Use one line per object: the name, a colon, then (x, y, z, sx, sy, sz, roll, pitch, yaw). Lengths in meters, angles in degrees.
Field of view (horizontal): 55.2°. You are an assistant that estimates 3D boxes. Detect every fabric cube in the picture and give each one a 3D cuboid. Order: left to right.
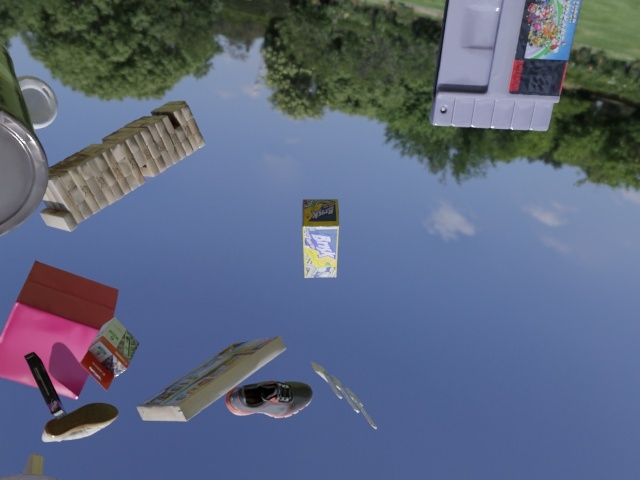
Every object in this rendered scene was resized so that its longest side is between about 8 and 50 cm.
fabric cube: (-0.768, 0.256, 1.776, 0.258, 0.254, 0.259, 23, -162, -21)

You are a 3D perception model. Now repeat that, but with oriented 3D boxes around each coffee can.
coffee can: (-0.480, -0.153, 0.782, 0.201, 0.201, 0.275, -1, -142, -36)

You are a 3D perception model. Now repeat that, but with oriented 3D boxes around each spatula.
spatula: (0.058, 0.392, 1.563, 0.168, 0.019, 0.242, 44, 177, -14)

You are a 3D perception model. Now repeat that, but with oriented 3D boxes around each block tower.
block tower: (-0.364, -0.149, 1.129, 0.091, 0.097, 0.335, 9, -139, 42)

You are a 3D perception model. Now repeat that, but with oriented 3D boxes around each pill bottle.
pill bottle: (-0.647, -0.279, 1.290, 0.180, 0.108, 0.108, -1, -173, 40)

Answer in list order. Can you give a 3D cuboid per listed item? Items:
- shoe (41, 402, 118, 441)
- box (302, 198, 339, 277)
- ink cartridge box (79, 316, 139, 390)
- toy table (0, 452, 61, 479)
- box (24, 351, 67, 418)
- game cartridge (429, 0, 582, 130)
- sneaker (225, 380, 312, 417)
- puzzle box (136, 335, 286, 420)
shoe: (-0.675, 0.513, 1.720, 0.219, 0.058, 0.076, -4, -135, -49)
box: (0.000, 0.000, 1.015, 0.059, 0.169, 0.054, -1, -122, -1)
ink cartridge box: (-0.323, 0.173, 0.946, 0.063, 0.029, 0.115, 53, -169, -18)
toy table: (-0.639, 0.590, 1.313, 0.161, 0.252, 0.274, -16, 131, 46)
box: (-0.679, 0.360, 1.513, 0.029, 0.116, 0.162, -28, -101, -24)
game cartridge: (0.329, -0.372, 1.073, 0.230, 0.355, 0.068, 4, -153, 3)
sneaker: (-0.075, 0.262, 1.023, 0.158, 0.065, 0.061, 0, -117, -31)
puzzle box: (-0.330, 0.420, 1.877, 0.272, 0.052, 0.409, -17, -171, 46)
